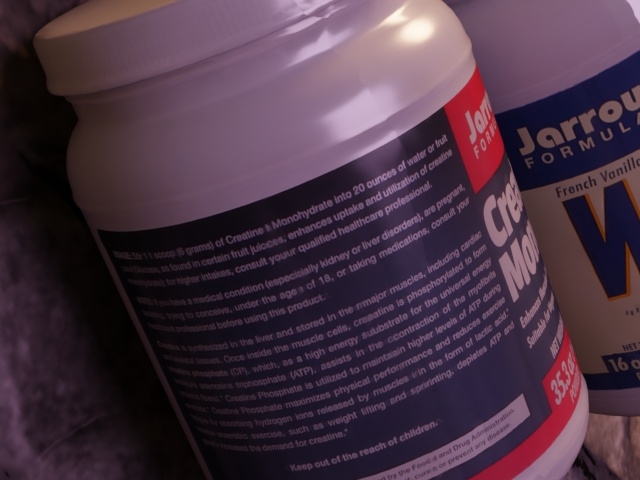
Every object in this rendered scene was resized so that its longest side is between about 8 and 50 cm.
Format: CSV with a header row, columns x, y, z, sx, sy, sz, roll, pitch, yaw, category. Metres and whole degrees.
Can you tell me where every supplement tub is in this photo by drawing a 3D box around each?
x,y,z,sx,sy,sz,roll,pitch,yaw,category
0.000,0.000,0.591,0.191,0.191,0.272,-40,116,-43,supplement tub
0.154,-0.084,0.742,0.325,0.235,0.235,58,48,-28,supplement tub
